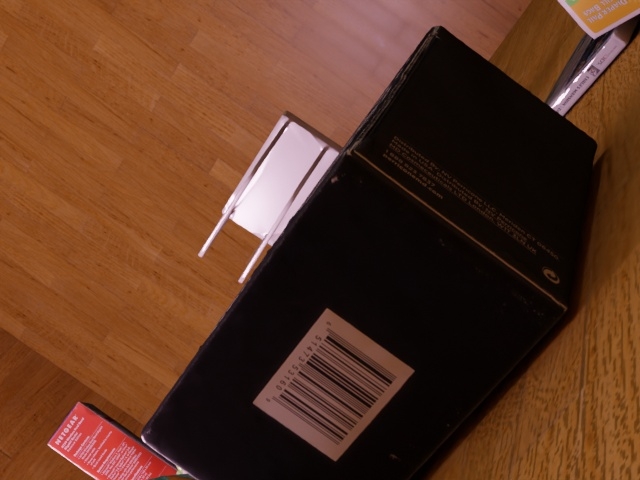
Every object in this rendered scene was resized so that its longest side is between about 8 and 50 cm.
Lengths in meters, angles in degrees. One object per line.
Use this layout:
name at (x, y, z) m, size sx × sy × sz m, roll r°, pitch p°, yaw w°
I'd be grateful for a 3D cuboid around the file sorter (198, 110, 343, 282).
file sorter at (0.000, 0.000, 1.624) m, size 0.193 × 0.277 × 0.173 m, roll -55°, pitch 3°, yaw 32°

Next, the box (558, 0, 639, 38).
box at (0.320, -0.321, 1.220) m, size 0.114 × 0.103 × 0.203 m, roll -27°, pitch 24°, yaw 52°

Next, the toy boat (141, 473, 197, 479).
toy boat at (-0.155, 0.309, 1.086) m, size 0.318 × 0.267 × 0.148 m, roll -111°, pitch 9°, yaw -67°

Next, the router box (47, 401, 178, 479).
router box at (-0.289, 0.385, 1.955) m, size 0.082 × 0.301 × 0.335 m, roll -55°, pitch 1°, yaw -11°

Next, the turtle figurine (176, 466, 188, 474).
turtle figurine at (-0.206, 0.381, 1.340) m, size 0.275 × 0.198 × 0.266 m, roll -50°, pitch 1°, yaw 38°

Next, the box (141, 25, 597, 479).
box at (0.051, 0.031, 0.917) m, size 0.296 × 0.182 × 0.294 m, roll -53°, pitch 3°, yaw 30°

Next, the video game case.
video game case at (0.313, -0.221, 1.320) m, size 0.190 × 0.022 × 0.173 m, roll -55°, pitch 0°, yaw -38°
